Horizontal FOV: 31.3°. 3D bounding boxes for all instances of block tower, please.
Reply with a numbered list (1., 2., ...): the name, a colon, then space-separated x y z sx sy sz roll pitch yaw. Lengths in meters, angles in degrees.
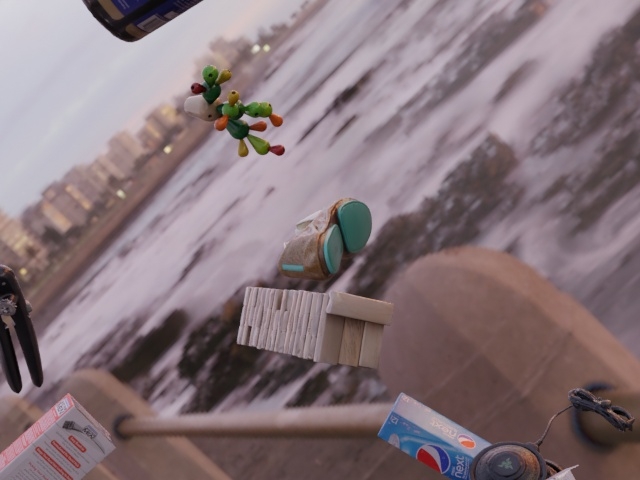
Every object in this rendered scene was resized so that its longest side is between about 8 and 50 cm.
1. block tower: -0.019 0.119 1.595 0.335 0.091 0.097 174 106 -66

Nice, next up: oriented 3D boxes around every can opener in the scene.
1. can opener: -0.343 0.098 1.272 0.059 0.186 0.073 -15 37 -4

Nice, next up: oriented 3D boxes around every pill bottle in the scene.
1. pill bottle: -0.138 -0.304 1.160 0.219 0.123 0.123 -28 14 15

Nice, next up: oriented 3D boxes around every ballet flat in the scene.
1. ballet flat: 0.000 0.000 2.121 0.124 0.116 0.342 -8 16 18

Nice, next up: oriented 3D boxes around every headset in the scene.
1. headset: 0.368 0.431 1.933 0.185 0.243 0.394 25 82 40

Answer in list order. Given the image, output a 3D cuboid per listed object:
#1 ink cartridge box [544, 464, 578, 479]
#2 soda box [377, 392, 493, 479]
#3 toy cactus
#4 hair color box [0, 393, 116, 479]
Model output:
1. ink cartridge box: 0.342 0.361 1.670 0.083 0.028 0.048 -23 -11 -22
2. soda box: 0.214 0.364 2.053 0.067 0.210 0.071 -65 -8 29
3. toy cactus: -0.171 -0.222 2.021 0.180 0.219 0.112 11 70 41
4. hair color box: -0.379 0.305 1.581 0.167 0.093 0.053 -41 25 -6
